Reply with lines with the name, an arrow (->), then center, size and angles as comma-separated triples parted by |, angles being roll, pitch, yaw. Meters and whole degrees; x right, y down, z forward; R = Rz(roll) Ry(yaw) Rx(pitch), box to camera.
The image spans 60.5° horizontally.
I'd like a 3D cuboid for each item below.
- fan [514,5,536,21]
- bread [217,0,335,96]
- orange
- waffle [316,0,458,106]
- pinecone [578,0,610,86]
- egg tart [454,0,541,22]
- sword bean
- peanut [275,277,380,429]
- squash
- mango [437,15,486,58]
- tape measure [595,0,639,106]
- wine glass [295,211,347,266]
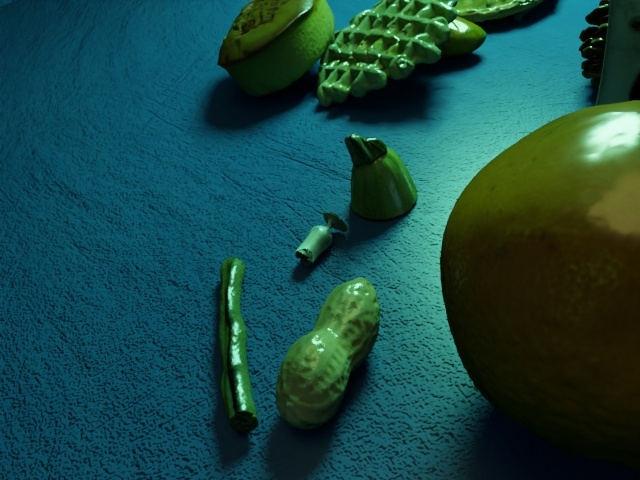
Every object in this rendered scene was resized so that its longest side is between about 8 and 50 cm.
fan -> 0.479, -0.527, 1.208 | 0.038, 0.016, 0.193 | 22, 53, 43
bread -> -0.092, -0.427, 1.141 | 0.270, 0.148, 0.270 | -25, 40, 23
orange -> 0.253, 0.038, 0.465 | 0.312, 0.312, 0.312 | -9, 43, 8
waffle -> 0.118, -0.392, 1.073 | 0.309, 0.056, 0.291 | -16, 47, 34
pinecone -> 0.495, -0.314, 0.881 | 0.174, 0.173, 0.173 | -9, 43, 8
egg tart -> 0.380, -0.595, 1.229 | 0.315, 0.120, 0.315 | -11, 38, 9
sword bean -> -0.108, 0.116, 0.690 | 0.043, 0.038, 0.269 | -19, 41, 5
peanut -> 0.013, 0.120, 0.614 | 0.082, 0.082, 0.187 | 17, 52, 31
squash -> 0.082, -0.110, 0.799 | 0.105, 0.132, 0.105 | -10, 43, 10
mango -> 0.245, -0.413, 1.110 | 0.115, 0.089, 0.165 | -24, 45, -23
tape measure -> 0.480, -0.223, 0.702 | 0.265, 0.258, 0.130 | 27, 55, 37
wine glass -> 0.000, 0.000, 0.782 | 0.083, 0.042, 0.039 | -52, 15, -29
